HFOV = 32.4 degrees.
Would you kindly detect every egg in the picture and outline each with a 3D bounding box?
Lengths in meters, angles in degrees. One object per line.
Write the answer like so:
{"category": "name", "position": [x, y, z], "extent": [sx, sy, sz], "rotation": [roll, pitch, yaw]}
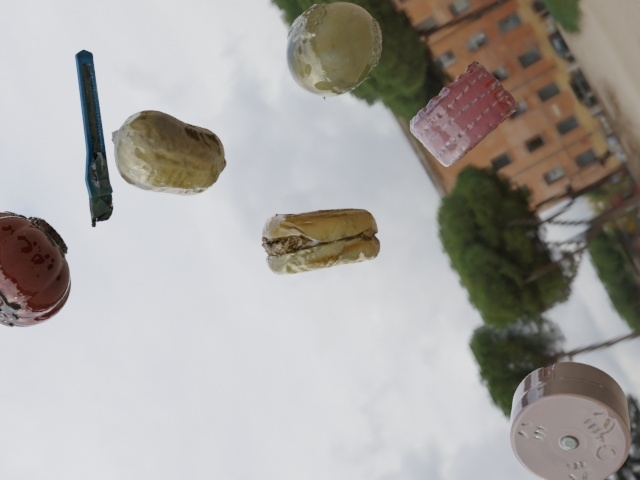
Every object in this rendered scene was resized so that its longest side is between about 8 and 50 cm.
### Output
{"category": "egg", "position": [0.022, -0.339, 1.936], "extent": [0.164, 0.164, 0.201], "rotation": [56, -133, -18]}

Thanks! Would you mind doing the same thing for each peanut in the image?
{"category": "peanut", "position": [-0.238, -0.134, 1.736], "extent": [0.224, 0.129, 0.129], "rotation": [16, -134, -51]}

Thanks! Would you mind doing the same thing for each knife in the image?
{"category": "knife", "position": [-0.380, -0.171, 1.836], "extent": [0.026, 0.044, 0.296], "rotation": [180, 82, -68]}

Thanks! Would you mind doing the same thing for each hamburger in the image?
{"category": "hamburger", "position": [0.000, 0.000, 1.923], "extent": [0.214, 0.214, 0.108], "rotation": [-11, -83, -73]}

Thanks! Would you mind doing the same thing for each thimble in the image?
{"category": "thimble", "position": [0.275, -0.242, 2.134], "extent": [0.125, 0.189, 0.163], "rotation": [49, -173, 2]}

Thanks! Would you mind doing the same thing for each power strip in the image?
{"category": "power strip", "position": [0.320, 0.238, 1.412], "extent": [0.154, 0.154, 0.078], "rotation": [56, -155, -18]}

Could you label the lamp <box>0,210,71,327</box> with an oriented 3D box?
{"category": "lamp", "position": [-0.546, 0.047, 1.966], "extent": [0.227, 0.227, 0.227], "rotation": [53, -162, -25]}
